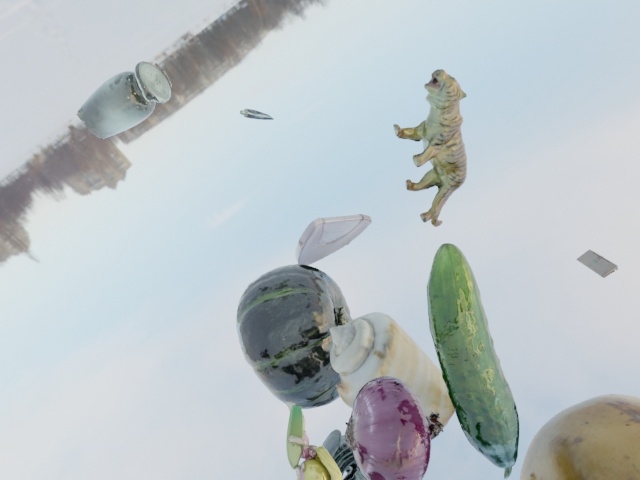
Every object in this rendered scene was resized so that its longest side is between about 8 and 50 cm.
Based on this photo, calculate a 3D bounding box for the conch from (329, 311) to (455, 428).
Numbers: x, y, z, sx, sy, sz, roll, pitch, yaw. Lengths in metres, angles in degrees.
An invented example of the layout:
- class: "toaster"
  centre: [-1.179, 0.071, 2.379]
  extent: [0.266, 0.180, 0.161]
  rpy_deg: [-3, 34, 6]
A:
- class: "conch"
  centre: [0.123, 0.213, 0.835]
  extent: [0.127, 0.254, 0.158]
  rpy_deg: [118, -3, -65]

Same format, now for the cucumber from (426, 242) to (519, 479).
- class: "cucumber"
  centre: [0.139, 0.122, 0.461]
  extent: [0.055, 0.250, 0.056]
  rpy_deg: [-20, -167, 5]

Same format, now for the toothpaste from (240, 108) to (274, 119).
- class: "toothpaste"
  centre: [-0.142, -0.278, 1.124]
  extent: [0.027, 0.083, 0.019]
  rpy_deg: [38, -62, 39]

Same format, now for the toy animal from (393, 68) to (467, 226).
- class: "toy animal"
  centre: [0.169, -0.119, 0.726]
  extent: [0.099, 0.241, 0.057]
  rpy_deg: [-27, -142, -7]

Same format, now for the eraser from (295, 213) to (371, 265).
- class: "eraser"
  centre: [-0.001, -0.001, 1.426]
  extent: [0.204, 0.059, 0.243]
  rpy_deg: [-7, 156, -39]

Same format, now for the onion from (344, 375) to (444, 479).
- class: "onion"
  centre: [0.076, 0.199, 0.526]
  extent: [0.104, 0.115, 0.115]
  rpy_deg: [-8, -156, -10]

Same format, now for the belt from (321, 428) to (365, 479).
- class: "belt"
  centre: [0.088, 0.551, 1.139]
  extent: [0.206, 0.268, 0.116]
  rpy_deg: [-19, 177, -9]

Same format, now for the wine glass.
- class: "wine glass"
  centre: [-0.438, -0.310, 1.134]
  extent: [0.204, 0.111, 0.111]
  rpy_deg: [-22, -151, 22]

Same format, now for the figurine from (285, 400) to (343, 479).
- class: "figurine"
  centre: [-0.021, 0.368, 0.897]
  extent: [0.083, 0.083, 0.188]
  rpy_deg: [-33, -136, 10]

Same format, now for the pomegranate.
- class: "pomegranate"
  centre: [0.538, 0.466, 0.837]
  extent: [0.416, 0.417, 0.417]
  rpy_deg: [-30, -153, 16]

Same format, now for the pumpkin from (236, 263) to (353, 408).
- class: "pumpkin"
  centre: [-0.045, 0.211, 1.134]
  extent: [0.241, 0.323, 0.323]
  rpy_deg: [-25, -153, 8]

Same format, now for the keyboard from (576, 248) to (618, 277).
- class: "keyboard"
  centre: [0.820, 0.067, 1.505]
  extent: [0.055, 0.017, 0.166]
  rpy_deg: [-41, -171, 12]
